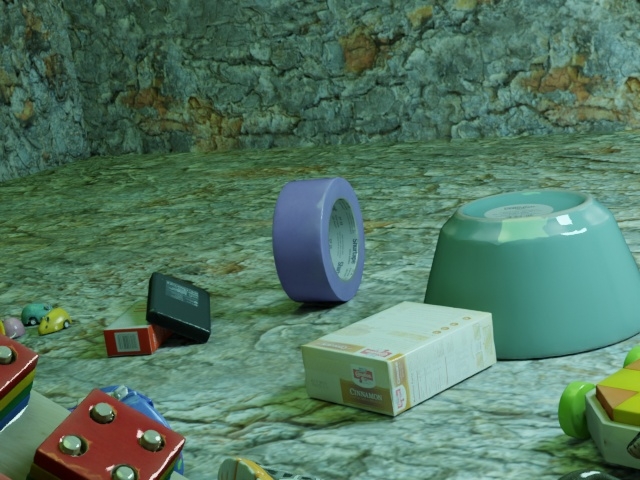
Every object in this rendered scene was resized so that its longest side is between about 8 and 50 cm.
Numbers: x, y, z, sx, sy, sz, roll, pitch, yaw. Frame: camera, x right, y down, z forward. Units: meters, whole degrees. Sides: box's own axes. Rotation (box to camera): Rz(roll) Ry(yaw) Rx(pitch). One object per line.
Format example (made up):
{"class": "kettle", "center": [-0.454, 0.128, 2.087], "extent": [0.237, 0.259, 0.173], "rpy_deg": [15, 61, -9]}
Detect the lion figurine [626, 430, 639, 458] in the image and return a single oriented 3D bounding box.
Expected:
{"class": "lion figurine", "center": [0.337, 0.194, 0.757], "extent": [0.240, 0.142, 0.392], "rpy_deg": [36, 14, 9]}

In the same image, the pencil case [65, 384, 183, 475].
{"class": "pencil case", "center": [-0.259, 0.228, 1.032], "extent": [0.119, 0.133, 0.306], "rpy_deg": [15, 25, 36]}

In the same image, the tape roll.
{"class": "tape roll", "center": [0.000, 0.000, 1.753], "extent": [0.080, 0.189, 0.189], "rpy_deg": [-2, 14, 21]}

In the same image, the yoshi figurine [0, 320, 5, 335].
{"class": "yoshi figurine", "center": [-0.582, 0.186, 1.426], "extent": [0.362, 0.203, 0.203], "rpy_deg": [-1, 42, -6]}

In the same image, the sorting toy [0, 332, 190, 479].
{"class": "sorting toy", "center": [-0.251, 0.194, 0.891], "extent": [0.257, 0.089, 0.255], "rpy_deg": [28, 34, 9]}

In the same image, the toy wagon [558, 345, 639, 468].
{"class": "toy wagon", "center": [0.411, 0.145, 1.119], "extent": [0.344, 0.068, 0.267], "rpy_deg": [-20, 17, -42]}

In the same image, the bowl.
{"class": "bowl", "center": [0.274, 0.029, 1.513], "extent": [0.311, 0.163, 0.311], "rpy_deg": [-7, 13, 2]}

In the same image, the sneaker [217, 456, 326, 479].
{"class": "sneaker", "center": [-0.014, 0.237, 0.983], "extent": [0.083, 0.084, 0.215], "rpy_deg": [-1, 9, -41]}

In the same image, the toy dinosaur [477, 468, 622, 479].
{"class": "toy dinosaur", "center": [0.094, 0.252, 0.811], "extent": [0.313, 0.121, 0.160], "rpy_deg": [-8, 24, -20]}

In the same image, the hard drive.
{"class": "hard drive", "center": [-0.206, 0.096, 1.685], "extent": [0.094, 0.022, 0.135], "rpy_deg": [22, 18, -14]}

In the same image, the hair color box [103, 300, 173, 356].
{"class": "hair color box", "center": [-0.257, 0.126, 1.687], "extent": [0.072, 0.043, 0.141], "rpy_deg": [-4, 14, 13]}

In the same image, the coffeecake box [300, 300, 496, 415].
{"class": "coffeecake box", "center": [0.093, 0.135, 1.365], "extent": [0.185, 0.068, 0.142], "rpy_deg": [-19, 17, -41]}

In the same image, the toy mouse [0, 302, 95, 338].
{"class": "toy mouse", "center": [-0.469, 0.126, 1.845], "extent": [0.143, 0.031, 0.161], "rpy_deg": [2, 16, 38]}
